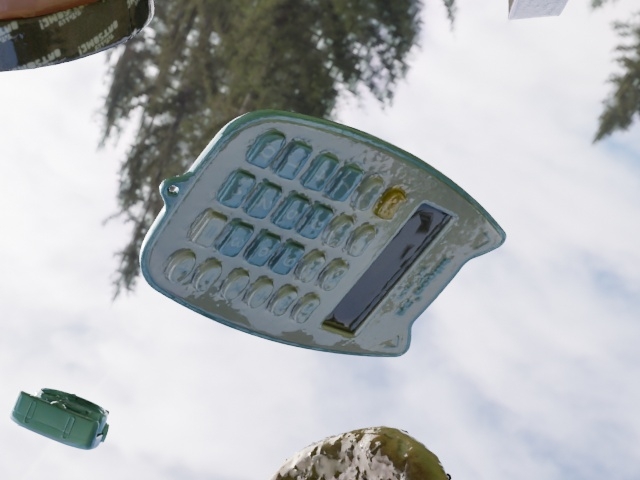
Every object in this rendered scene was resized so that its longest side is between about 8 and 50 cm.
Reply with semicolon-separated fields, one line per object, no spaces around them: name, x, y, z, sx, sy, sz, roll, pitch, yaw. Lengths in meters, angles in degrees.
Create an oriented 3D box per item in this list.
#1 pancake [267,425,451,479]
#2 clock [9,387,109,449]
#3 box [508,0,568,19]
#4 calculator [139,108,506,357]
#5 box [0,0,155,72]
pancake;0.019;0.397;1.226;0.071;0.382;0.382;40;-158;-35
clock;-0.310;0.216;1.222;0.108;0.045;0.147;21;176;5
box;0.226;-0.348;0.976;0.065;0.200;0.343;0;-179;7
calculator;0.000;0.000;1.010;0.386;0.256;0.054;19;-151;-39
box;-0.173;-0.182;0.544;0.151;0.135;0.151;0;-145;0
